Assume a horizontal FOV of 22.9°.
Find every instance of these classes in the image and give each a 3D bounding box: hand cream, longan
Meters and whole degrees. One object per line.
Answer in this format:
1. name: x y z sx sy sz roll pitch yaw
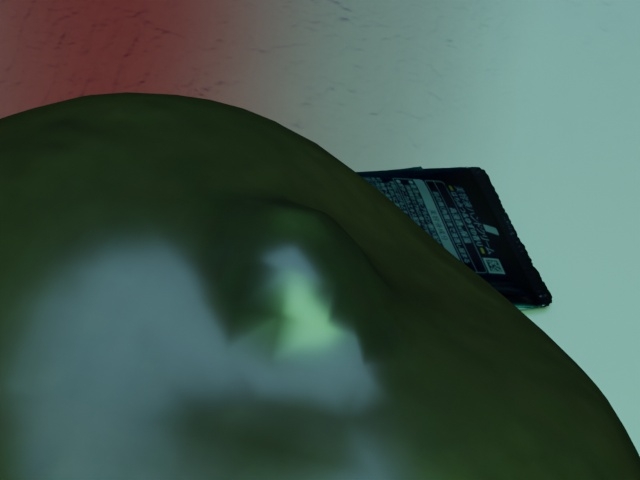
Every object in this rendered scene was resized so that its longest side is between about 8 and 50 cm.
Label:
1. hand cream: 0.000 0.000 0.923 0.270 0.061 0.120 -4 46 -22
2. longan: -0.048 0.122 0.583 0.361 0.361 0.361 6 43 -6
